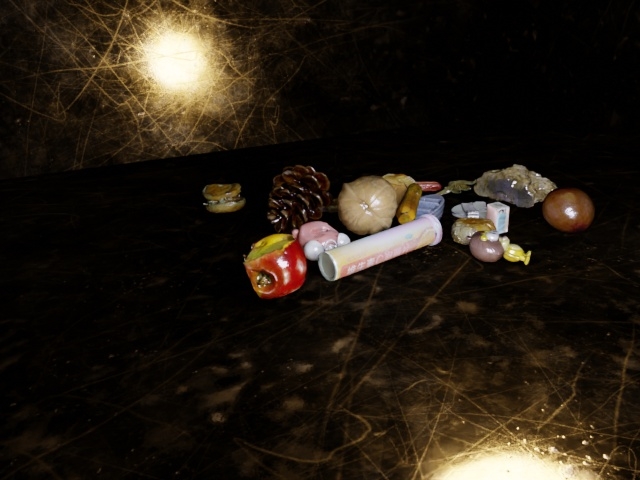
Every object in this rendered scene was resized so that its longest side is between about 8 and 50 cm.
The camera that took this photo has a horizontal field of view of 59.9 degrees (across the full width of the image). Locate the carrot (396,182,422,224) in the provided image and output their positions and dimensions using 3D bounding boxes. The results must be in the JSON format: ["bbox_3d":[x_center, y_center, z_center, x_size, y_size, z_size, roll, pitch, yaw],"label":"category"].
[{"bbox_3d":[0.316,-0.131,1.954,0.070,0.070,0.260,3,30,18],"label":"carrot"}]

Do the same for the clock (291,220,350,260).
[{"bbox_3d":[0.000,0.000,1.833,0.166,0.092,0.162,-14,26,-26],"label":"clock"}]

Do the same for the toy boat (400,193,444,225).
[{"bbox_3d":[0.386,-0.109,2.067,0.127,0.078,0.283,8,23,30],"label":"toy boat"}]

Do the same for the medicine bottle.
[{"bbox_3d":[0.190,0.022,1.730,0.426,0.108,0.108,-19,25,-30],"label":"medicine bottle"}]

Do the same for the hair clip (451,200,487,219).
[{"bbox_3d":[0.565,-0.114,2.091,0.140,0.054,0.220,-5,18,9],"label":"hair clip"}]

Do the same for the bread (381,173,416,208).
[{"bbox_3d":[0.306,-0.200,2.247,0.190,0.132,0.114,17,28,38],"label":"bread"}]

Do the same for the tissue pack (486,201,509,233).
[{"bbox_3d":[0.611,-0.079,1.919,0.059,0.094,0.074,-10,23,-17],"label":"tissue pack"}]

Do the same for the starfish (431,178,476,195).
[{"bbox_3d":[0.566,-0.224,2.349,0.217,0.050,0.223,-26,7,-5],"label":"starfish"}]

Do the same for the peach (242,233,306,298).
[{"bbox_3d":[-0.117,0.072,1.575,0.159,0.154,0.267,-13,11,0],"label":"peach"}]

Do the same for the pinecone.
[{"bbox_3d":[-0.082,-0.149,2.049,0.244,0.244,0.309,4,41,19],"label":"pinecone"}]

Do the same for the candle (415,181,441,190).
[{"bbox_3d":[0.367,-0.237,2.455,0.329,0.048,0.051,0,34,7],"label":"candle"}]

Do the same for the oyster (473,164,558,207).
[{"bbox_3d":[0.770,-0.207,2.187,0.341,0.166,0.110,26,30,31],"label":"oyster"}]

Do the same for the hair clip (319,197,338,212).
[{"bbox_3d":[0.038,-0.142,2.238,0.257,0.075,0.146,-7,26,11],"label":"hair clip"}]

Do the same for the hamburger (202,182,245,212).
[{"bbox_3d":[-0.417,-0.174,2.359,0.185,0.113,0.177,-29,37,-34],"label":"hamburger"}]

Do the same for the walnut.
[{"bbox_3d":[0.164,-0.126,1.957,0.225,0.225,0.261,-3,7,3],"label":"walnut"}]

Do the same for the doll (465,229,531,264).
[{"bbox_3d":[0.541,0.017,1.693,0.188,0.096,0.145,6,28,-2],"label":"doll"}]

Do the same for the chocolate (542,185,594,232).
[{"bbox_3d":[0.836,-0.093,1.864,0.177,0.176,0.177,-3,21,1],"label":"chocolate"}]

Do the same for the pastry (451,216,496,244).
[{"bbox_3d":[0.506,-0.031,1.836,0.153,0.081,0.153,0,11,0],"label":"pastry"}]
